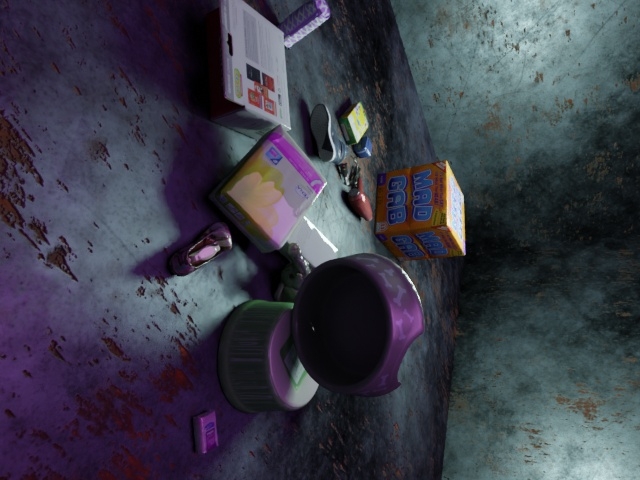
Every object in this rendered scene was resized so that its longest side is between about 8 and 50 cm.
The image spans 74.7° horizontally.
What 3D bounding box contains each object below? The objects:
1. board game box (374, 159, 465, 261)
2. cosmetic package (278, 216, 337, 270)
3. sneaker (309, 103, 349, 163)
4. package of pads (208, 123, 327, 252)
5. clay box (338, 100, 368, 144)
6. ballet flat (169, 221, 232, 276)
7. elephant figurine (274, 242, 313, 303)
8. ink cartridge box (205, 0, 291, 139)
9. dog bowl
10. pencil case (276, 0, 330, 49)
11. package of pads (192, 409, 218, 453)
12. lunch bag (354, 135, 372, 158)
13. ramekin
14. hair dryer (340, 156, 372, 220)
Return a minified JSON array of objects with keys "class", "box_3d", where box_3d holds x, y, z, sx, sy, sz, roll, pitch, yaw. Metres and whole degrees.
[{"class":"board game box","box_3d":[0.516,-0.134,2.147,0.356,0.357,0.356,40,50,-50]},{"class":"cosmetic package","box_3d":[-0.052,0.016,1.318,0.231,0.086,0.117,47,54,-39]},{"class":"sneaker","box_3d":[0.038,-0.409,1.643,0.163,0.086,0.226,-8,88,-63]},{"class":"package of pads","box_3d":[-0.132,-0.138,1.159,0.229,0.101,0.296,49,56,-23]},{"class":"clay box","box_3d":[0.156,-0.541,1.919,0.127,0.053,0.222,65,32,-27]},{"class":"ballet flat","box_3d":[-0.264,0.017,1.004,0.221,0.079,0.076,-47,122,-55]},{"class":"elephant figurine","box_3d":[-0.061,0.133,1.278,0.239,0.186,0.169,43,4,-11]},{"class":"ink cartridge box","box_3d":[-0.219,-0.473,1.156,0.272,0.130,0.309,7,76,-58]},{"class":"dog bowl","box_3d":[0.069,0.197,0.998,0.102,0.349,0.348,9,75,-47]},{"class":"pencil case","box_3d":[-0.064,-0.745,1.434,0.086,0.206,0.088,52,42,-22]},{"class":"package of pads","box_3d":[-0.262,0.433,0.952,0.050,0.032,0.083,0,83,-58]},{"class":"lunch bag","box_3d":[0.198,-0.441,1.954,0.065,0.067,0.098,50,41,-45]},{"class":"ramekin","box_3d":[-0.116,0.306,1.123,0.303,0.148,0.303,23,63,-57]},{"class":"hair dryer","box_3d":[0.180,-0.223,1.855,0.224,0.080,0.293,-33,112,-59]}]
